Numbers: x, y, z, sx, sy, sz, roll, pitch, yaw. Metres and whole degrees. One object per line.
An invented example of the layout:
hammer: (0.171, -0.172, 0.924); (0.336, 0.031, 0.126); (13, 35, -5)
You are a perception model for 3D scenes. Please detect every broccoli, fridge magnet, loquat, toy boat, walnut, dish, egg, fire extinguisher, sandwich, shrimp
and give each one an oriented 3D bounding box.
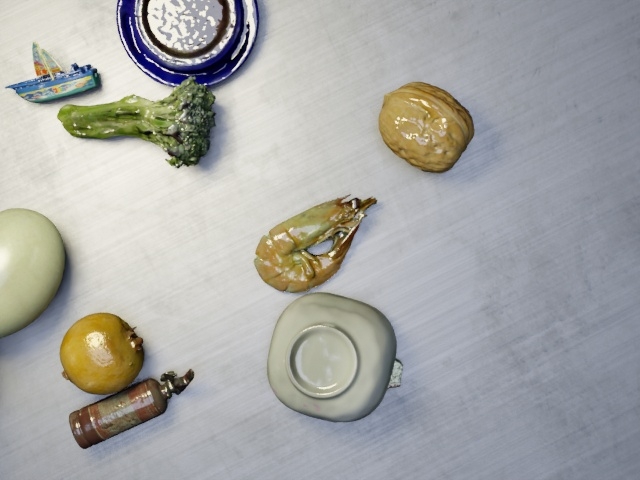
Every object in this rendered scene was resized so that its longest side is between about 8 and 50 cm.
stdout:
broccoli: (-0.341, -0.218, 1.490); (0.303, 0.145, 0.165); (3, 96, 14)
fridge magnet: (-0.247, -0.415, 1.500); (0.265, 0.113, 0.266); (0, 98, -3)
loquat: (-0.398, 0.206, 1.479); (0.163, 0.137, 0.163); (-1, 77, 7)
toy boat: (-0.508, -0.317, 1.504); (0.174, 0.091, 0.110); (-14, 109, 3)
walnut: (0.192, -0.215, 1.499); (0.184, 0.155, 0.155); (33, 88, 1)
dish: (0.012, 0.217, 1.480); (0.256, 0.117, 0.256); (-1, 86, 11)
egg: (-0.564, 0.060, 1.447); (0.186, 0.186, 0.253); (26, 73, -2)
fire extinguisher: (-0.339, 0.305, 1.495); (0.252, 0.106, 0.075); (-23, 89, -2)
sandwich: (0.108, 0.240, 1.547); (0.093, 0.036, 0.105); (-23, 89, -1)
shrimp: (0.000, 0.000, 1.535); (0.267, 0.061, 0.145); (-36, 100, -5)
